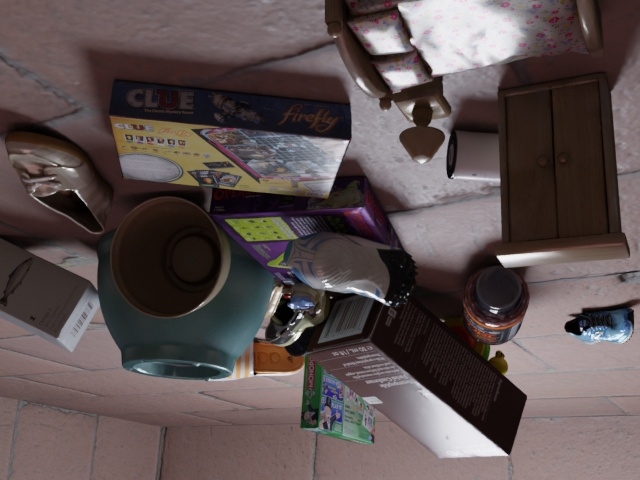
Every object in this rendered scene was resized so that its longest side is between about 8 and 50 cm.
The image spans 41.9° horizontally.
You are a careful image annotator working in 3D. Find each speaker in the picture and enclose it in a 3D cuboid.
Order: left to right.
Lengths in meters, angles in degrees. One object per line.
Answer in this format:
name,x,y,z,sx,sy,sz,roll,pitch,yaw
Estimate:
speaker,0.208,-0.088,0.904,0.136,0.055,0.055,3,161,-2

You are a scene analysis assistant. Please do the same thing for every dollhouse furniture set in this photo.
dollhouse furniture set,0.177,-0.115,0.651,0.303,0.173,0.355,-6,159,23

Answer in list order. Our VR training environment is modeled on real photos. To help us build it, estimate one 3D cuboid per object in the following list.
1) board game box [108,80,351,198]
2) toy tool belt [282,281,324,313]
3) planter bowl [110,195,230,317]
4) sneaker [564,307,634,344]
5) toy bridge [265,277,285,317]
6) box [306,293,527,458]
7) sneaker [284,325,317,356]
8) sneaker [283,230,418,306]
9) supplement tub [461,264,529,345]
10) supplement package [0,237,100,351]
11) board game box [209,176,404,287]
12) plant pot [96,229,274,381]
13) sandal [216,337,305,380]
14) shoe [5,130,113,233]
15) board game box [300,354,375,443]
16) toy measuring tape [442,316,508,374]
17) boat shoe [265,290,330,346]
board game box,-0.098,-0.105,0.915,0.244,0.042,0.165,5,161,-7
toy tool belt,-0.030,0.095,1.338,0.083,0.051,0.052,-12,156,38
planter bowl,-0.192,0.024,1.154,0.162,0.162,0.109,-2,177,13
sneaker,0.523,0.162,1.574,0.073,0.063,0.162,14,158,-20
toy bridge,-0.093,0.102,1.483,0.026,0.063,0.188,9,161,-16
box,0.180,0.249,1.545,0.381,0.143,0.191,39,146,-22
sneaker,0.021,0.180,1.715,0.209,0.069,0.082,-22,-177,34
sneaker,0.049,0.035,1.130,0.086,0.085,0.237,21,-178,43
supplement tub,0.285,0.103,1.370,0.106,0.106,0.198,0,160,9
supplement package,-0.458,0.086,1.333,0.179,0.105,0.105,24,161,6
board game box,0.000,0.000,1.204,0.208,0.056,0.347,2,161,16
plant pot,-0.218,0.115,1.335,0.293,0.196,0.293,2,160,1
sandal,-0.153,0.264,1.923,0.266,0.101,0.076,1,161,-21
shoe,-0.313,-0.068,1.025,0.077,0.058,0.219,-2,160,12
board game box,0.050,0.353,1.959,0.046,0.213,0.317,-7,158,26
toy measuring tape,0.227,0.195,1.699,0.330,0.121,0.121,17,169,27
boat shoe,-0.059,0.139,1.574,0.074,0.080,0.223,18,151,-23
